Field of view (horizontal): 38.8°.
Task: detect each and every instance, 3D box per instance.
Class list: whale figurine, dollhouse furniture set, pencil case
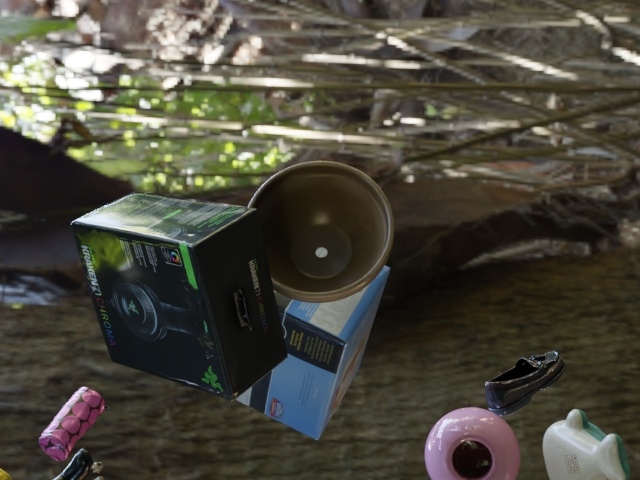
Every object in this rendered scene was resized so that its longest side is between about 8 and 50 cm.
[{"bbox_3d":[0.592,0.467,1.950,0.272,0.141,0.216,135,127,-68],"label":"whale figurine"},{"bbox_3d":[-0.537,0.548,2.004,0.114,0.081,0.091,13,-135,-53],"label":"dollhouse furniture set"},{"bbox_3d":[-0.630,0.472,2.319,0.209,0.095,0.098,-55,-21,-56],"label":"pencil case"}]

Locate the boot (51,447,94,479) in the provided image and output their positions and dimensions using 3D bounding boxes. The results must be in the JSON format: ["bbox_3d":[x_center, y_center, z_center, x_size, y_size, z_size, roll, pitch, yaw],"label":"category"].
[{"bbox_3d":[-0.463,0.431,1.623,0.099,0.045,0.121,-27,-23,-44],"label":"boot"}]

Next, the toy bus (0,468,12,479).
[{"bbox_3d":[-0.724,0.568,1.825,0.211,0.149,0.220,-47,-23,-49],"label":"toy bus"}]

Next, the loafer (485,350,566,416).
[{"bbox_3d":[0.528,0.345,2.334,0.302,0.109,0.095,-28,-81,-39],"label":"loafer"}]

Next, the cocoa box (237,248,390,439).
[{"bbox_3d":[-0.030,0.189,1.843,0.231,0.228,0.347,-55,-15,-42],"label":"cocoa box"}]

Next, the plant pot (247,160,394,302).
[{"bbox_3d":[0.000,0.000,1.461,0.110,0.237,0.237,80,-165,-65],"label":"plant pot"}]

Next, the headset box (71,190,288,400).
[{"bbox_3d":[-0.196,0.075,1.316,0.131,0.283,0.246,-34,-56,-43],"label":"headset box"}]

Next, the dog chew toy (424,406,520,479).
[{"bbox_3d":[0.342,0.476,2.050,0.332,0.206,0.207,36,-122,-79],"label":"dog chew toy"}]
